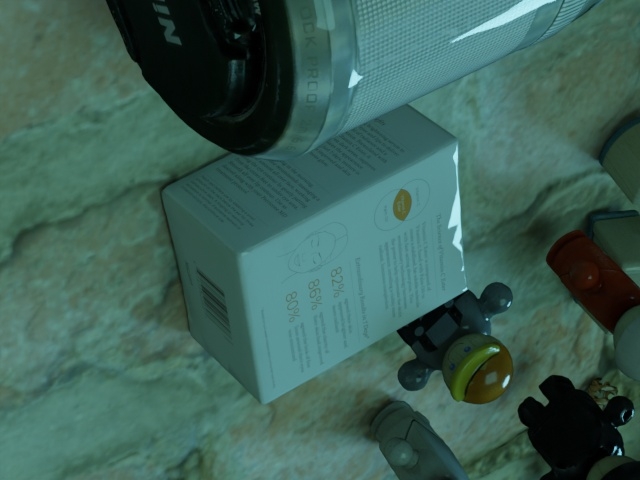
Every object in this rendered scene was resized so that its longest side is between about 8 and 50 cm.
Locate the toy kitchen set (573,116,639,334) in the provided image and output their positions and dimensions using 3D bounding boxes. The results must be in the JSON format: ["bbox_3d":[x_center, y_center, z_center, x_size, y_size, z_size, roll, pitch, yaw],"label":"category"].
[{"bbox_3d":[0.305,-0.028,1.492,0.207,0.122,0.166,-4,123,-16],"label":"toy kitchen set"}]

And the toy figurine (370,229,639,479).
[{"bbox_3d":[0.150,0.115,1.378,0.209,0.148,0.213,-7,125,-23],"label":"toy figurine"}]

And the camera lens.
[{"bbox_3d":[0.024,-0.183,1.027,0.274,0.219,0.219,-27,133,-25],"label":"camera lens"}]

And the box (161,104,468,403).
[{"bbox_3d":[0.000,0.000,1.232,0.170,0.091,0.130,-28,133,-24],"label":"box"}]

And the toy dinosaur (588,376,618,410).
[{"bbox_3d":[0.243,0.287,1.596,0.218,0.164,0.322,-8,122,-38],"label":"toy dinosaur"}]
